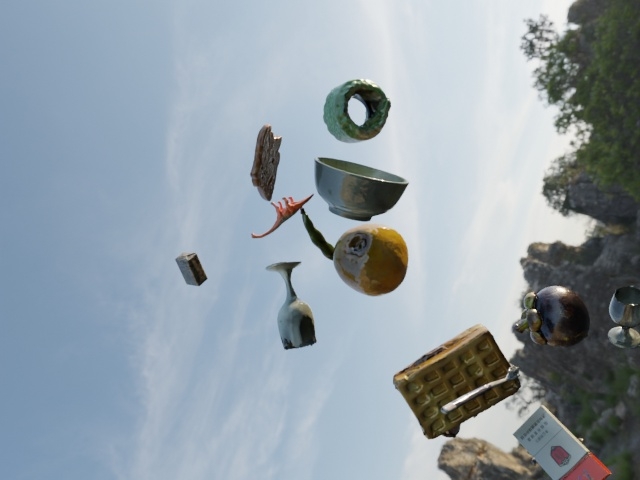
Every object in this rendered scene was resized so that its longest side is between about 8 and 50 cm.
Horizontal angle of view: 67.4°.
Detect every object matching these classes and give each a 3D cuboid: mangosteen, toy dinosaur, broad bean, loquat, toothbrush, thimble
[{"bbox_3d":[0.716,0.244,1.502,0.192,0.217,0.192,-12,-90,-84],"label":"mangosteen"},{"bbox_3d":[-0.146,-0.104,1.792,0.280,0.101,0.055,-30,-16,3],"label":"toy dinosaur"},{"bbox_3d":[-0.001,0.001,1.836,0.297,0.043,0.060,52,-121,-18],"label":"broad bean"},{"bbox_3d":[0.190,0.069,1.726,0.275,0.275,0.274,-37,-43,-45],"label":"loquat"},{"bbox_3d":[0.383,0.348,1.124,0.288,0.024,0.026,-10,-78,-35],"label":"toothbrush"},{"bbox_3d":[0.128,-0.444,1.654,0.219,0.150,0.218,-2,-85,-26],"label":"thimble"}]

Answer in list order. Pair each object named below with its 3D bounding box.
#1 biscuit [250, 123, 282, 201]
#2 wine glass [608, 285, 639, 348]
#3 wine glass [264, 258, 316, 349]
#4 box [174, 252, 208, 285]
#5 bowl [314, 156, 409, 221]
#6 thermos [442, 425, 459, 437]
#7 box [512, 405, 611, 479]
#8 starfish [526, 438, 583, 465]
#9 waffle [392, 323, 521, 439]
[{"bbox_3d":[-0.167,-0.233,1.474,0.280,0.043,0.183,97,-161,-49],"label":"biscuit"},{"bbox_3d":[1.176,0.295,1.838,0.126,0.127,0.241,-46,-47,-37],"label":"wine glass"},{"bbox_3d":[-0.102,0.229,1.722,0.143,0.143,0.320,10,-118,-61],"label":"wine glass"},{"bbox_3d":[-0.377,0.084,1.401,0.045,0.062,0.098,-49,-47,-44],"label":"box"},{"bbox_3d":[0.104,-0.142,1.418,0.289,0.289,0.146,-12,-60,-58],"label":"bowl"},{"bbox_3d":[0.466,0.646,1.730,0.124,0.099,0.232,-24,-39,-7],"label":"thermos"},{"bbox_3d":[0.713,0.634,1.434,0.035,0.245,0.139,26,-72,-43],"label":"box"},{"bbox_3d":[0.811,0.713,1.656,0.238,0.213,0.056,12,-128,-52],"label":"starfish"},{"bbox_3d":[0.399,0.417,1.421,0.328,0.224,0.098,-31,0,2],"label":"waffle"}]
